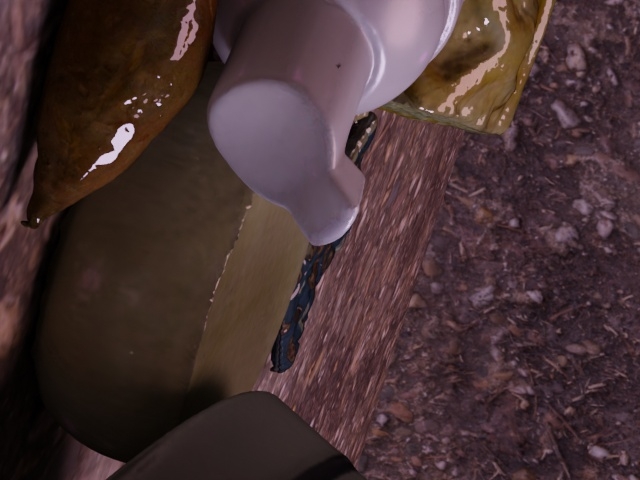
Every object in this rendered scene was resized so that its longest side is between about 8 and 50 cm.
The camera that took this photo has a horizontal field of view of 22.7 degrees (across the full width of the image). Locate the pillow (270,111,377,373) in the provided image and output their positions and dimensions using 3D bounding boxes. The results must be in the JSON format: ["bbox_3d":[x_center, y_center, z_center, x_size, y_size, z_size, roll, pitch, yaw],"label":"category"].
[{"bbox_3d":[-0.001,0.002,1.694,0.189,0.034,0.255,102,10,-53],"label":"pillow"}]

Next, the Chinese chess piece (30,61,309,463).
[{"bbox_3d":[-0.081,0.014,0.965,0.250,0.101,0.250,20,90,-81],"label":"Chinese chess piece"}]

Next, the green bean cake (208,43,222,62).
[{"bbox_3d":[-0.030,-0.157,1.054,0.136,0.056,0.135,99,15,-49],"label":"green bean cake"}]

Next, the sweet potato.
[{"bbox_3d":[-0.079,-0.126,0.764,0.075,0.075,0.269,16,94,-81],"label":"sweet potato"}]

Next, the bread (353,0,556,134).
[{"bbox_3d":[0.091,-0.210,1.285,0.196,0.238,0.252,17,90,-43],"label":"bread"}]

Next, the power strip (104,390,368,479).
[{"bbox_3d":[-0.091,0.250,0.892,0.357,0.161,0.357,-43,166,-14],"label":"power strip"}]

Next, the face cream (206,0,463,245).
[{"bbox_3d":[0.011,-0.156,0.866,0.370,0.145,0.145,-73,176,-46],"label":"face cream"}]
